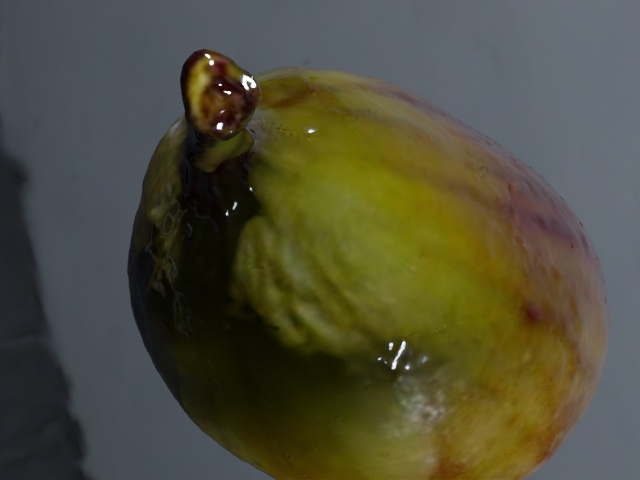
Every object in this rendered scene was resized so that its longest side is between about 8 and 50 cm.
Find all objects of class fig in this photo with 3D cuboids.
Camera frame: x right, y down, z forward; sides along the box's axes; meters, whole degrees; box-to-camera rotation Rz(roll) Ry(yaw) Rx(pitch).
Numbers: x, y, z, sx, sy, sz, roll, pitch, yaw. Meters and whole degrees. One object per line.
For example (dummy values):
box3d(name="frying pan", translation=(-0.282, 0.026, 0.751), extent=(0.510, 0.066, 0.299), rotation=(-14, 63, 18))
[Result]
box3d(name="fig", translation=(-0.001, 0.002, 0.658), extent=(0.170, 0.274, 0.145), rotation=(36, 86, 25))
